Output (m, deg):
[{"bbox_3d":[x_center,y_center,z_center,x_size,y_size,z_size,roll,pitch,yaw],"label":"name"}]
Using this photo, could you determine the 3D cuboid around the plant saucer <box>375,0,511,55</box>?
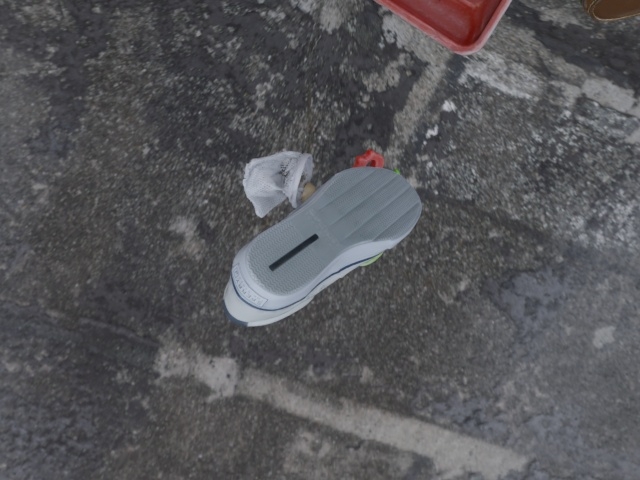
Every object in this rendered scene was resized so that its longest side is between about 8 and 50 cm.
[{"bbox_3d":[0.058,-0.281,0.378,0.258,0.047,0.259,39,117,17],"label":"plant saucer"}]

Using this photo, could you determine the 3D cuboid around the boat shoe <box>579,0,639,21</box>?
[{"bbox_3d":[0.459,-0.324,0.798,0.307,0.110,0.105,-17,70,43],"label":"boat shoe"}]

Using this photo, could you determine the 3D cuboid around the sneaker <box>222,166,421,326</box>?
[{"bbox_3d":[0.000,0.000,0.673,0.094,0.258,0.091,56,139,8],"label":"sneaker"}]

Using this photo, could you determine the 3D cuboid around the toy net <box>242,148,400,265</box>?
[{"bbox_3d":[0.016,-0.050,0.725,0.232,0.045,0.122,20,106,-52],"label":"toy net"}]
